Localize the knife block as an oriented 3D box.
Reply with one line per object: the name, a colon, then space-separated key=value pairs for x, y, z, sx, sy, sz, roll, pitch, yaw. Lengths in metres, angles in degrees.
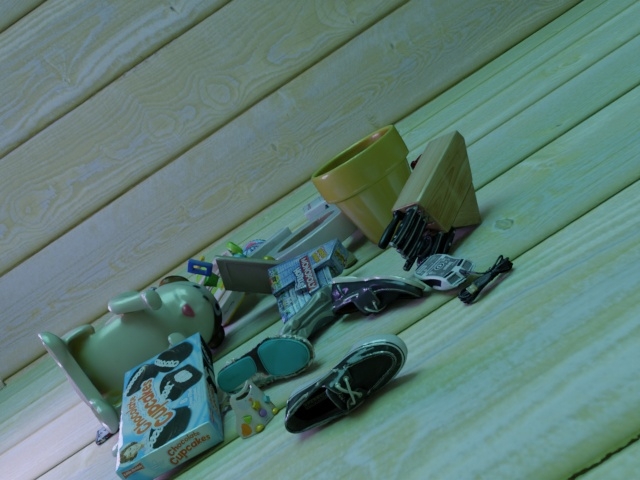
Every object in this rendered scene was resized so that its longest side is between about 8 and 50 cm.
knife block: x=0.206 y=-0.081 z=1.283 sx=0.242 sy=0.275 sz=0.088 roll=-6 pitch=-6 yaw=-36

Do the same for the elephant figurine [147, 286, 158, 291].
elephant figurine: x=-0.508 y=0.268 z=2.038 sx=0.239 sy=0.186 sz=0.169 roll=37 pitch=107 yaw=51

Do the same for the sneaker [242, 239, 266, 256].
sneaker: x=-0.265 y=0.100 z=2.217 sx=0.262 sy=0.104 sz=0.125 roll=-34 pitch=28 yaw=23

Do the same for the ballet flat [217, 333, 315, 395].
ballet flat: x=-0.100 y=0.234 z=1.225 sx=0.241 sy=0.091 sz=0.077 roll=-23 pitch=-7 yaw=28

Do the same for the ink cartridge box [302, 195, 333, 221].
ink cartridge box: x=0.054 y=-0.129 z=2.206 sx=0.219 sy=0.092 sz=0.160 roll=-34 pitch=11 yaw=4

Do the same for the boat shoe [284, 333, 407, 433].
boat shoe: x=0.037 y=0.219 z=0.931 sx=0.219 sy=0.078 sz=0.070 roll=-38 pitch=9 yaw=20

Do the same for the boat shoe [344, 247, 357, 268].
boat shoe: x=0.040 y=0.047 z=1.657 sx=0.056 sy=0.048 sz=0.153 roll=-39 pitch=13 yaw=-22

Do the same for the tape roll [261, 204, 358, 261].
tape roll: x=-0.023 y=-0.003 z=1.854 sx=0.392 sy=0.072 sz=0.392 roll=-35 pitch=7 yaw=5

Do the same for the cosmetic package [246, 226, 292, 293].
cosmetic package: x=-0.176 y=0.064 z=2.053 sx=0.239 sy=0.099 sz=0.060 roll=-39 pitch=10 yaw=-24

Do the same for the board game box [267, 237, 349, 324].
board game box: x=-0.017 y=0.089 z=1.461 sx=0.194 sy=0.060 sz=0.194 roll=-33 pitch=33 yaw=8

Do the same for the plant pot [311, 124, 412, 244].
plant pot: x=0.143 y=-0.132 z=1.624 sx=0.254 sy=0.239 sz=0.254 roll=-33 pitch=11 yaw=8

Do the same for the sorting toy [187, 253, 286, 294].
sorting toy: x=-0.168 y=0.082 z=1.633 sx=0.348 sy=0.196 sz=0.047 roll=5 pitch=60 yaw=6

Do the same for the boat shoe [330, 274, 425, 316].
boat shoe: x=0.108 y=0.109 z=1.216 sx=0.233 sy=0.084 sz=0.079 roll=-9 pitch=64 yaw=49

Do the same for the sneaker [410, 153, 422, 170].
sneaker: x=0.278 y=-0.152 z=1.611 sx=0.087 sy=0.128 sz=0.221 roll=-34 pitch=12 yaw=1

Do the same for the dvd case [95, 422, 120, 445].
dvd case: x=-0.509 y=0.459 z=1.580 sx=0.119 sy=0.013 sz=0.087 roll=-37 pitch=12 yaw=-12

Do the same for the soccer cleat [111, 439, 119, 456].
soccer cleat: x=-0.378 y=0.385 z=1.368 sx=0.196 sy=0.076 sz=0.068 roll=-39 pitch=13 yaw=-22

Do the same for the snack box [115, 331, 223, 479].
snack box: x=-0.299 y=0.322 z=1.245 sx=0.187 sy=0.060 sz=0.322 roll=-29 pitch=25 yaw=-2

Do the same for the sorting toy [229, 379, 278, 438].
sorting toy: x=-0.119 y=0.282 z=1.080 sx=0.045 sy=0.075 sz=0.083 roll=-21 pitch=18 yaw=49

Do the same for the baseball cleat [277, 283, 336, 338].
baseball cleat: x=-0.022 y=0.159 z=1.328 sx=0.206 sy=0.072 sz=0.109 roll=-33 pitch=-4 yaw=-33

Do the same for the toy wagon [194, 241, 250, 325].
toy wagon: x=-0.320 y=0.134 z=1.929 sx=0.267 sy=0.068 sz=0.344 roll=-56 pitch=27 yaw=2

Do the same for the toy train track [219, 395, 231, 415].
toy train track: x=-0.191 y=0.335 z=1.221 sx=0.048 sy=0.014 sz=0.083 roll=-20 pitch=22 yaw=25

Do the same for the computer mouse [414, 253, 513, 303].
computer mouse: x=0.238 y=0.061 z=1.095 sx=0.106 sy=0.042 sz=0.193 roll=-42 pitch=19 yaw=-16

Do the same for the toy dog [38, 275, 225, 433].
toy dog: x=-0.430 y=0.267 z=1.605 sx=0.408 sy=0.284 sz=0.395 roll=-36 pitch=-14 yaw=-25
